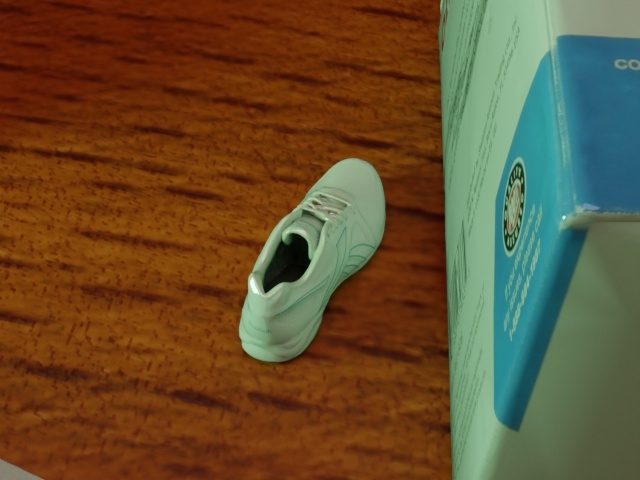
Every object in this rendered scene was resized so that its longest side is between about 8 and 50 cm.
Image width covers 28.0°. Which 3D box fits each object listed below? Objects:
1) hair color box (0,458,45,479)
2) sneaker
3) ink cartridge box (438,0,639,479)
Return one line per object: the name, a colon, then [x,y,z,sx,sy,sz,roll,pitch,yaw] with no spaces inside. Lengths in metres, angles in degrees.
hair color box: [-0.248,0.219,0.501,0.185,0.110,0.339,30,51,-14]
sneaker: [0.000,0.000,0.758,0.054,0.061,0.152,19,52,15]
ink cartridge box: [0.160,-0.073,0.677,0.166,0.285,0.395,3,53,-2]
